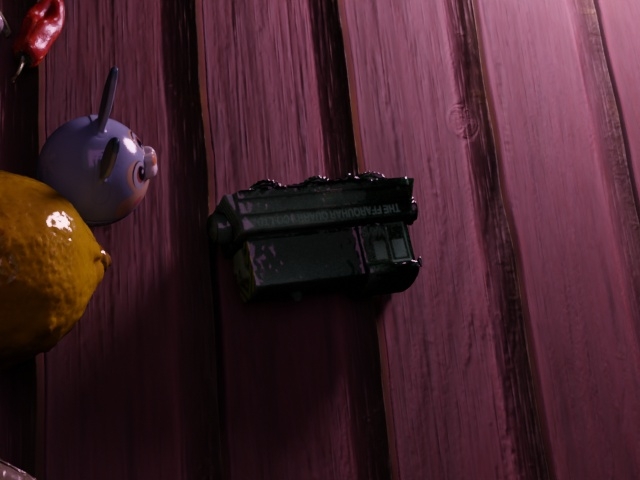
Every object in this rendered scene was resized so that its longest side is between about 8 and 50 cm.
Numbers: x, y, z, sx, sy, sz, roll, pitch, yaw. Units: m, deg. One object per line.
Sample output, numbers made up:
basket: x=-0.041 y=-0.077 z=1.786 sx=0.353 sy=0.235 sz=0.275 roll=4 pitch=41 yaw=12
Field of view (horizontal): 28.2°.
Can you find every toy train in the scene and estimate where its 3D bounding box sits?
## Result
toy train: x=0.000 y=0.000 z=1.880 sx=0.330 sy=0.138 sz=0.178 roll=-7 pitch=73 yaw=-21

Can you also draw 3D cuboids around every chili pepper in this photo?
chili pepper: x=-0.428 y=-0.313 z=1.926 sx=0.059 sy=0.050 sz=0.191 roll=11 pitch=54 yaw=5

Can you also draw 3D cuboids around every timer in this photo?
timer: x=-0.291 y=-0.117 z=1.778 sx=0.175 sy=0.255 sz=0.175 roll=23 pitch=53 yaw=-34

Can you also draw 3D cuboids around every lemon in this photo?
lemon: x=-0.432 y=0.041 z=1.643 sx=0.322 sy=0.268 sz=0.268 roll=9 pitch=63 yaw=-29

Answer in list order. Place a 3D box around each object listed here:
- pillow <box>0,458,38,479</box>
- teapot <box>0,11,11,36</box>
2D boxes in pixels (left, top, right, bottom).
pillow: x=-0.405 y=0.345 z=1.623 sx=0.208 sy=0.053 sz=0.119 roll=32 pitch=56 yaw=-2
teapot: x=-0.504 y=-0.338 z=1.913 sx=0.083 sy=0.064 sz=0.064 roll=20 pitch=47 yaw=-46
